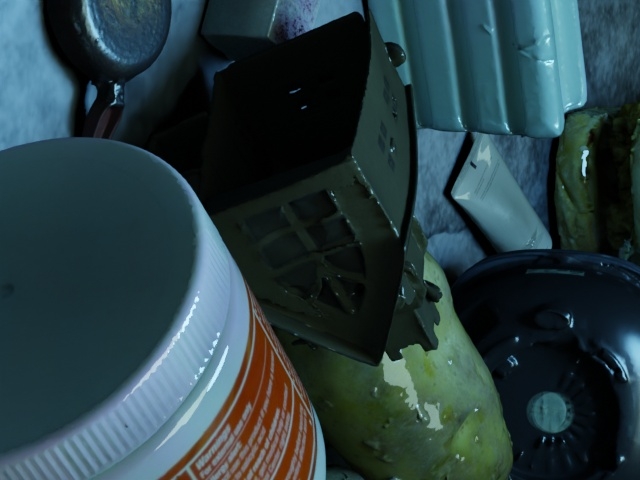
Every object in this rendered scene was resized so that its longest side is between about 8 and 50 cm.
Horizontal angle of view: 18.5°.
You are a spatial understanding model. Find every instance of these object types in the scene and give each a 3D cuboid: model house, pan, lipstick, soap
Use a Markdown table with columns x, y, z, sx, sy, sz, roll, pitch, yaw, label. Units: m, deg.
| x | y | z | sx | sy | sz | roll | pitch | yaw | label |
| --- | --- | --- | --- | --- | --- | --- | --- | --- | --- |
| 0.000 | 0.000 | 1.479 | 0.243 | 0.204 | 0.211 | 58 | 22 | -33 | model house |
| -0.149 | -0.119 | 1.375 | 0.115 | 0.040 | 0.212 | 2 | 94 | -56 | pan |
| -0.015 | -0.295 | 1.551 | 0.066 | 0.068 | 0.317 | 37 | 64 | -58 | lipstick |
| 0.129 | -0.237 | 1.719 | 0.095 | 0.173 | 0.289 | -49 | 136 | -48 | soap |

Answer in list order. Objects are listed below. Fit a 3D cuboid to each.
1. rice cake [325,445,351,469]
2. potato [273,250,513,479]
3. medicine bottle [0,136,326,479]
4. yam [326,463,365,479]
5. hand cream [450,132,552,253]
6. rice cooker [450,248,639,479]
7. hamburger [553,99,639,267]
| x | y | z | sx | sy | sz | roll | pitch | yaw | label |
| --- | --- | --- | --- | --- | --- | --- | --- | --- | --- |
| -0.009 | 0.280 | 1.702 | 0.365 | 0.056 | 0.072 | -57 | 144 | -39 | rice cake |
| 0.065 | 0.121 | 1.681 | 0.296 | 0.141 | 0.191 | 52 | 38 | -23 | potato |
| -0.144 | 0.104 | 1.209 | 0.252 | 0.253 | 0.241 | -63 | 146 | -32 | medicine bottle |
| -0.057 | 0.245 | 1.550 | 0.259 | 0.093 | 0.093 | -10 | 105 | -53 | yam |
| 0.184 | -0.030 | 1.999 | 0.186 | 0.054 | 0.087 | 52 | 56 | -45 | hand cream |
| 0.220 | 0.138 | 1.869 | 0.224 | 0.267 | 0.267 | -36 | 129 | -77 | rice cooker |
| 0.396 | -0.035 | 2.233 | 0.318 | 0.195 | 0.276 | -14 | 106 | -58 | hamburger |
